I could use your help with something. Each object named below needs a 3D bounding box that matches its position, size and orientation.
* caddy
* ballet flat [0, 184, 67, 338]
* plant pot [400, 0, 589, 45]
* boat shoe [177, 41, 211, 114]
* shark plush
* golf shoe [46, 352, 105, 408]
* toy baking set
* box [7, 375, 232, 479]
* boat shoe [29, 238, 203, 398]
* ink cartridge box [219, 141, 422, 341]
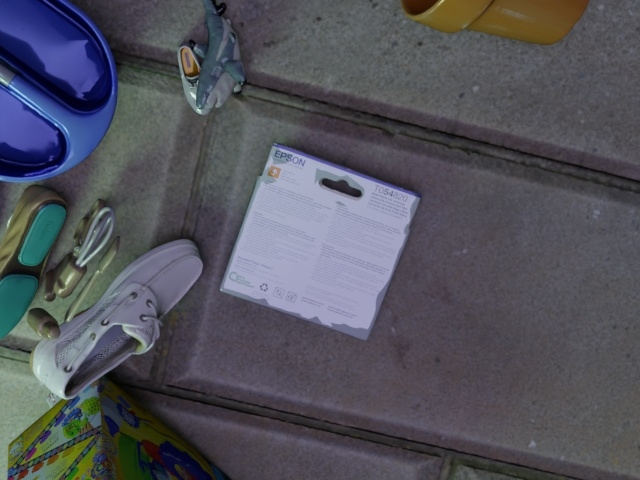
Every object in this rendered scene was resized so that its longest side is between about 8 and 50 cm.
[{"bbox_3d":[-0.416,-0.224,1.559,0.341,0.179,0.241,35,90,-8],"label":"caddy"},{"bbox_3d":[-0.417,0.029,1.702,0.080,0.073,0.232,18,106,-50],"label":"ballet flat"},{"bbox_3d":[0.232,-0.337,1.554,0.188,0.205,0.205,21,104,-21],"label":"plant pot"},{"bbox_3d":[-0.169,-0.214,1.654,0.035,0.035,0.100,-12,103,3],"label":"boat shoe"},{"bbox_3d":[-0.140,-0.255,1.624,0.067,0.073,0.161,-8,100,-10],"label":"shark plush"},{"bbox_3d":[-0.345,0.214,1.744,0.086,0.067,0.186,3,104,-1],"label":"golf shoe"},{"bbox_3d":[-0.325,0.038,1.616,0.030,0.256,0.197,25,90,-22],"label":"toy baking set"},{"bbox_3d":[-0.251,0.379,1.641,0.177,0.279,0.290,-40,119,9],"label":"box"},{"bbox_3d":[-0.254,0.112,1.663,0.277,0.096,0.098,-42,140,-12],"label":"boat shoe"},{"bbox_3d":[0.000,0.000,1.703,0.223,0.045,0.224,20,102,-6],"label":"ink cartridge box"}]
